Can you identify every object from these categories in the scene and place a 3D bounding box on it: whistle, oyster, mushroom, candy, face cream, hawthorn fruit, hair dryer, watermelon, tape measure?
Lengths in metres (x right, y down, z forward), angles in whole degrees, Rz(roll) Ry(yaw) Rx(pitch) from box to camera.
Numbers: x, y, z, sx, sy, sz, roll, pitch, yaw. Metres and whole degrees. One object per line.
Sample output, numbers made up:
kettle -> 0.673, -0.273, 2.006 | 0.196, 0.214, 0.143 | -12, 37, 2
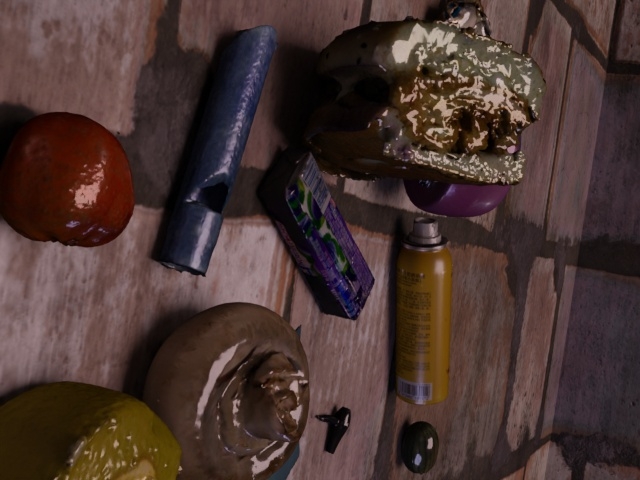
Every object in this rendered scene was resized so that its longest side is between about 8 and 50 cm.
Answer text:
whistle -> -0.117, -0.110, 0.960 | 0.062, 0.062, 0.304 | 36, 67, -59
oyster -> 0.241, -0.330, 1.532 | 0.223, 0.083, 0.214 | -33, 120, -32
mushroom -> -0.094, 0.185, 0.957 | 0.226, 0.178, 0.226 | -27, 124, -49
candy -> 0.000, 0.000, 1.204 | 0.088, 0.061, 0.312 | -63, 146, -28
face cream -> 0.191, 0.128, 1.545 | 0.105, 0.105, 0.349 | -30, 123, -55
hawthorn fruit -> -0.221, -0.052, 0.735 | 0.128, 0.128, 0.128 | -26, 120, -57
hair dryer -> 0.012, 0.306, 1.362 | 0.083, 0.031, 0.079 | 28, 82, -46
watermelon -> 0.200, 0.418, 1.675 | 0.078, 0.078, 0.111 | -10, 108, -60
tape measure -> 0.222, -0.162, 1.396 | 0.149, 0.245, 0.231 | 6, 125, -22

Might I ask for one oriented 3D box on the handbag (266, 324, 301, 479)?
handbag -> -0.068, 0.238, 1.159 | 0.144, 0.057, 0.221 | -28, 122, -61

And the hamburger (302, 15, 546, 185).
hamburger -> 0.122, -0.176, 1.144 | 0.318, 0.277, 0.195 | 8, 90, -37

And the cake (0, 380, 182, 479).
cake -> -0.241, 0.258, 0.753 | 0.179, 0.156, 0.260 | 47, 56, -63
